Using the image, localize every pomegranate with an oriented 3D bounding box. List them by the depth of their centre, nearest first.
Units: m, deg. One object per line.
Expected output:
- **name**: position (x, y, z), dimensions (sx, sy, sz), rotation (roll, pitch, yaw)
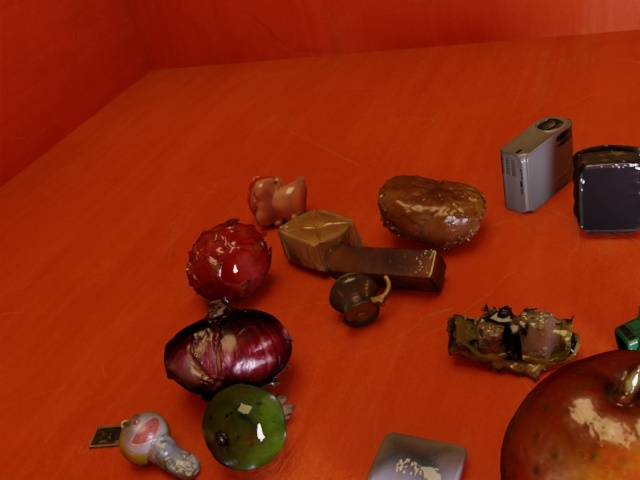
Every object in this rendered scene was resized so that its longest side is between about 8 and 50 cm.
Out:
- **pomegranate**: position (-0.143, 0.391, 1.550), dimensions (0.187, 0.186, 0.225), rotation (11, 14, 34)

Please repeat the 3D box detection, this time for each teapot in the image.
- **teapot**: position (0.107, 0.145, 1.841), dimensions (0.166, 0.130, 0.119), rotation (-22, 47, 0)

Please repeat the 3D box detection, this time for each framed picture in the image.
- **framed picture**: position (-0.503, 0.467, 1.715), dimensions (0.089, 0.006, 0.066), rotation (-8, 33, 11)

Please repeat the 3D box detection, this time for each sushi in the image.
- **sushi**: position (0.424, 0.222, 1.598), dimensions (0.291, 0.131, 0.139), rotation (4, 35, 14)

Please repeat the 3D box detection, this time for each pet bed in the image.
- **pet bed**: position (0.769, -0.138, 1.921), dimensions (0.183, 0.210, 0.159), rotation (-3, 25, 20)

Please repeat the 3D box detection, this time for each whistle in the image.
- **whistle**: position (-0.361, 0.453, 1.590), dimensions (0.223, 0.122, 0.123), rotation (25, 48, 26)

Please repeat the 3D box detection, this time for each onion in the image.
- **onion**: position (-0.224, 0.251, 1.706), dimensions (0.314, 0.232, 0.314), rotation (-15, 0, 0)

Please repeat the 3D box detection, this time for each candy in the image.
- **candy**: position (0.188, 0.444, 1.408), dimensions (0.174, 0.071, 0.138), rotation (4, 38, 28)

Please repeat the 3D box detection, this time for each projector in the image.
- **projector**: position (0.638, -0.228, 2.116), dimensions (0.250, 0.198, 0.108), rotation (-35, 38, -27)

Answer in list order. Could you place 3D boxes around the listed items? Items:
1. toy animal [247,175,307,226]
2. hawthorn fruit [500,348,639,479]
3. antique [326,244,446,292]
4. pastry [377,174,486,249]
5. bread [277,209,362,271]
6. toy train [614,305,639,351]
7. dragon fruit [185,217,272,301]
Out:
- **toy animal**: position (-0.145, -0.134, 2.335), dimensions (0.198, 0.171, 0.171), rotation (4, 37, 23)
- **hawthorn fruit**: position (0.493, 0.348, 1.146), dimensions (0.403, 0.402, 0.402), rotation (-11, 33, 7)
- **antique**: position (0.172, 0.073, 1.928), dimensions (0.310, 0.093, 0.087), rotation (3, 63, 27)
- **pastry**: position (0.315, -0.078, 2.057), dimensions (0.311, 0.161, 0.255), rotation (11, 29, 19)
- **bread**: position (-0.001, 0.001, 2.118), dimensions (0.210, 0.109, 0.192), rotation (19, 39, 40)
- **toy train**: position (0.715, 0.224, 1.512), dimensions (0.136, 0.091, 0.227), rotation (-24, 34, 5)
- **dragon fruit**: position (-0.262, 0.063, 2.030), dimensions (0.252, 0.240, 0.241), rotation (-22, 30, -38)
